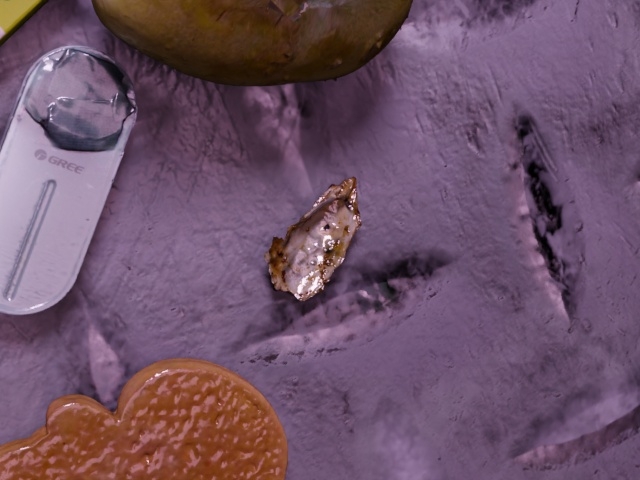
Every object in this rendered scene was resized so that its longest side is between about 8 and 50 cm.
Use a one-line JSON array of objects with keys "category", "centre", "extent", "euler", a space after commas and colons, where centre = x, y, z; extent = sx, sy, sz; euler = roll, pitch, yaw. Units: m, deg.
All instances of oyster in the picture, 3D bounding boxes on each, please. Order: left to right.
[{"category": "oyster", "centre": [-0.001, 0.000, 1.011], "extent": [0.132, 0.029, 0.086], "euler": [-34, 113, -17]}]

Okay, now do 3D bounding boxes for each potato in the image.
[{"category": "potato", "centre": [-0.051, -0.238, 0.879], "extent": [0.307, 0.173, 0.210], "euler": [-12, 116, -24]}]

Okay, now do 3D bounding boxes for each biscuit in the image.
[{"category": "biscuit", "centre": [-0.171, 0.222, 0.967], "extent": [0.289, 0.044, 0.202], "euler": [-13, 101, -17]}]

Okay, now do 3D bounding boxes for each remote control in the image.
[{"category": "remote control", "centre": [-0.242, -0.053, 0.899], "extent": [0.104, 0.052, 0.247], "euler": [22, 89, -23]}]

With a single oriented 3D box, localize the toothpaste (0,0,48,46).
[{"category": "toothpaste", "centre": [-0.341, -0.309, 0.815], "extent": [0.110, 0.077, 0.327], "euler": [-47, 110, -7]}]
